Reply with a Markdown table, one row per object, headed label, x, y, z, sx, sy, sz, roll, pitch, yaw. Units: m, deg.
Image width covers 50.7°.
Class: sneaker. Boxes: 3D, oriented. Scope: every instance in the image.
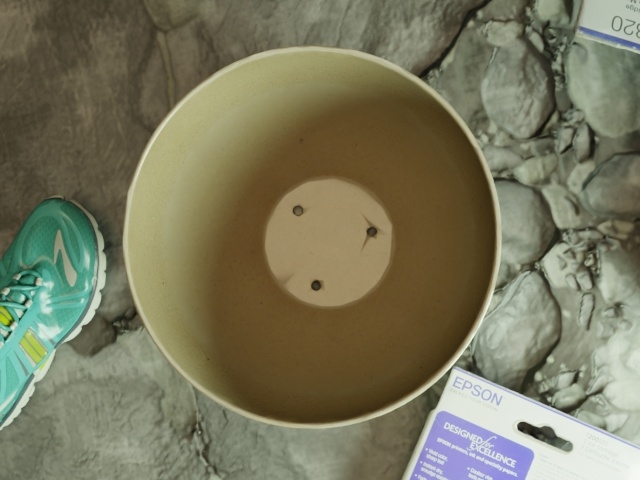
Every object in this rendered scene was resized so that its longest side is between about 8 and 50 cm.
| label | x | y | z | sx | sy | sz | roll | pitch | yaw |
| --- | --- | --- | --- | --- | --- | --- | --- | --- | --- |
| sneaker | -0.303 | 0.085 | 0.661 | 0.107 | 0.110 | 0.275 | 27 | 90 | 6 |

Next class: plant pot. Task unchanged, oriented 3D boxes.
| label | x | y | z | sx | sy | sz | roll | pitch | yaw |
| --- | --- | --- | --- | --- | --- | --- | --- | --- | --- |
| plant pot | 0.000 | 0.000 | 0.592 | 0.284 | 0.191 | 0.284 | 0 | 88 | 6 |

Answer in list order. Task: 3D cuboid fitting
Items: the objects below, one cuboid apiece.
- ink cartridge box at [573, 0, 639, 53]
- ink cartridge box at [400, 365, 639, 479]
| label | x | y | z | sx | sy | sz | roll | pitch | yaw |
| --- | --- | --- | --- | --- | --- | --- | --- | --- | --- |
| ink cartridge box | 0.384 | -0.268 | 0.580 | 0.324 | 0.071 | 0.330 | 16 | 82 | -4 |
| ink cartridge box | 0.179 | 0.250 | 0.638 | 0.206 | 0.045 | 0.208 | 23 | 92 | 6 |
